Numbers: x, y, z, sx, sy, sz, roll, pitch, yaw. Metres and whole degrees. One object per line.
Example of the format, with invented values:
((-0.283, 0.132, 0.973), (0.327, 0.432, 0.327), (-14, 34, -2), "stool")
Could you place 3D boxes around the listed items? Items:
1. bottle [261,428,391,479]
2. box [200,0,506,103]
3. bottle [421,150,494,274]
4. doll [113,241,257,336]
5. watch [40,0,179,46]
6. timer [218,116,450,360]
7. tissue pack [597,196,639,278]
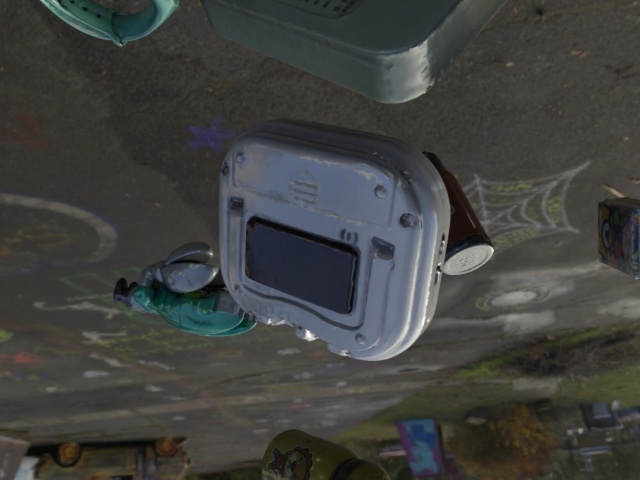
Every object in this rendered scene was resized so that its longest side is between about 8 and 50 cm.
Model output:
((0.023, 0.558, 1.360), (0.172, 0.171, 0.351), (14, 167, -36), "bottle")
((0.073, -0.396, 0.805), (0.397, 0.396, 0.111), (32, 162, 30), "box")
((0.313, -0.085, 1.489), (0.144, 0.335, 0.144), (-12, 148, -8), "bottle")
((-0.231, 0.082, 1.006), (0.259, 0.153, 0.195), (11, 169, -6), "doll")
((-0.315, -0.377, 0.847), (0.195, 0.068, 0.237), (-9, 164, 7), "watch")
((0.000, 0.000, 0.614), (0.262, 0.236, 0.087), (17, -156, 29), "timer")
((0.487, -0.008, 0.907), (0.060, 0.108, 0.148), (-5, -172, 7), "tissue pack")
